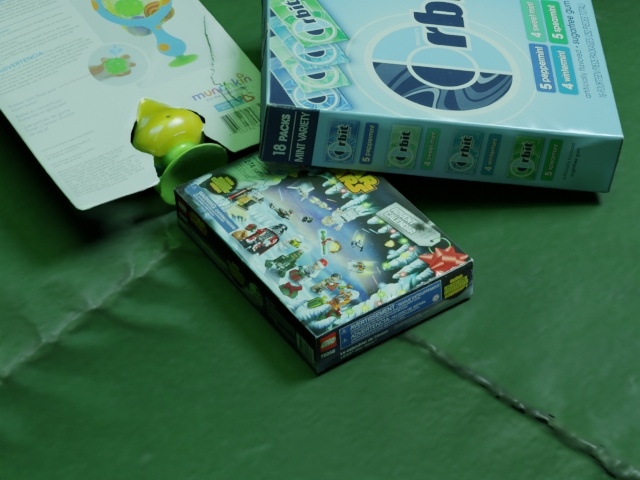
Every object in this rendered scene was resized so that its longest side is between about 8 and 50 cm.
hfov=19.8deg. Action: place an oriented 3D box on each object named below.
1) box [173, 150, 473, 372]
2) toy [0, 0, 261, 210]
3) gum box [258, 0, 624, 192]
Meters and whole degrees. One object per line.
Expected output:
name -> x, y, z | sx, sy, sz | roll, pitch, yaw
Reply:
box -> 0.000, 0.000, 0.927 | 0.094, 0.027, 0.137 | -25, 46, -23
toy -> -0.130, -0.100, 1.026 | 0.137, 0.056, 0.237 | -23, 50, -25
gum box -> 0.060, -0.096, 0.992 | 0.184, 0.041, 0.157 | 5, 40, -5
